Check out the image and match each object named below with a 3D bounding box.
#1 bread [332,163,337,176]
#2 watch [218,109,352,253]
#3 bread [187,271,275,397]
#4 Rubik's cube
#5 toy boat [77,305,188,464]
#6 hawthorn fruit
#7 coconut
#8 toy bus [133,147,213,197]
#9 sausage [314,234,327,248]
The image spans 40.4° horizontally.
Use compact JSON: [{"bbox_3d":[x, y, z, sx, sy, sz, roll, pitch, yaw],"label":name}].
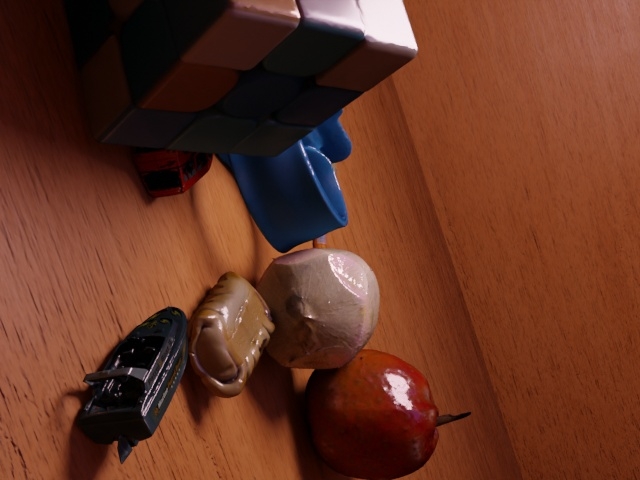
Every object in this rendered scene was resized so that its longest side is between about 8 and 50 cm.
[{"bbox_3d":[-0.028,-0.245,2.063,0.267,0.041,0.266,-17,90,-72],"label":"bread"},{"bbox_3d":[-0.066,-0.144,1.516,0.305,0.242,0.274,52,19,-47],"label":"watch"},{"bbox_3d":[-0.145,0.142,1.350,0.134,0.081,0.225,62,23,-15],"label":"bread"},{"bbox_3d":[-0.129,-0.346,1.228,0.344,0.347,0.346,1,66,-42],"label":"Rubik's cube"},{"bbox_3d":[-0.224,0.156,1.097,0.246,0.093,0.103,-73,149,-58],"label":"toy boat"},{"bbox_3d":[0.127,0.317,1.618,0.254,0.301,0.254,-8,90,-81],"label":"hawthorn fruit"},{"bbox_3d":[-0.014,0.119,1.521,0.230,0.227,0.227,-2,75,-71],"label":"coconut"},{"bbox_3d":[-0.221,-0.141,1.386,0.195,0.081,0.089,-62,141,-64],"label":"toy bus"},{"bbox_3d":[0.000,0.000,1.950,0.031,0.031,0.107,53,28,-46],"label":"sausage"}]
